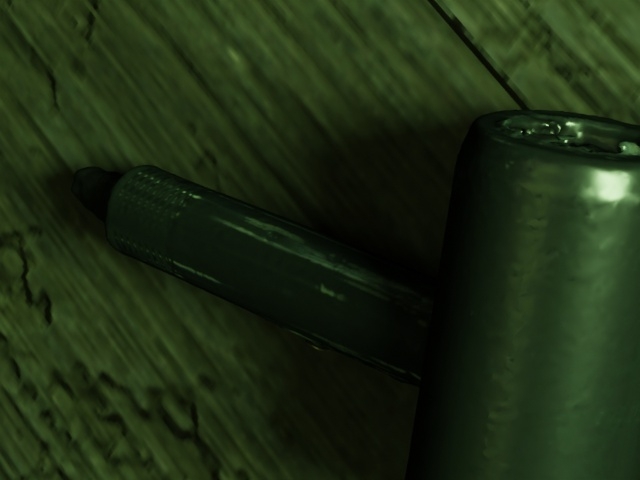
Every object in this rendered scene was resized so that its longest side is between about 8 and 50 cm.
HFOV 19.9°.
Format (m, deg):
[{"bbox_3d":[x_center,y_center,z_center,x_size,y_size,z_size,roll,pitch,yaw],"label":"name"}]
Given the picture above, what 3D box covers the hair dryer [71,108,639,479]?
[{"bbox_3d":[0.000,0.000,0.576,0.255,0.070,0.128,24,112,40],"label":"hair dryer"}]
